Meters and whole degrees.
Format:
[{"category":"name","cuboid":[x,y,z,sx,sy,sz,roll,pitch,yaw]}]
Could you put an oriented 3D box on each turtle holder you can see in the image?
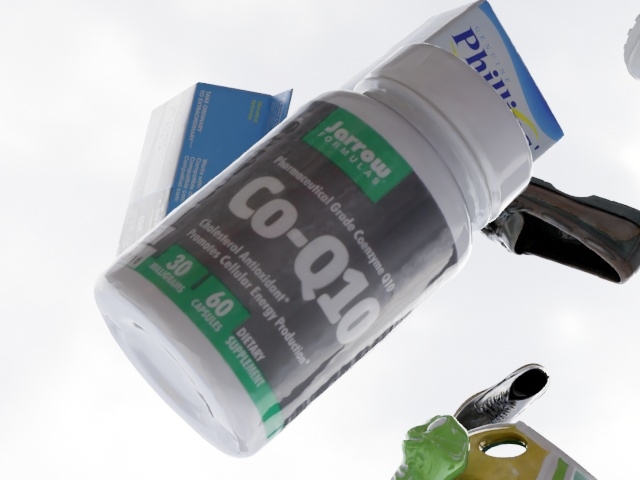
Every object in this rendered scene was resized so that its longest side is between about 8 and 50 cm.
[{"category":"turtle holder","cuboid":[0.182,0.309,1.832,0.320,0.227,0.243,39,178,-13]}]

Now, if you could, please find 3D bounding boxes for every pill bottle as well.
[{"category":"pill bottle","cuboid":[0.000,0.000,1.410,0.361,0.204,0.204,-41,-118,-19]}]

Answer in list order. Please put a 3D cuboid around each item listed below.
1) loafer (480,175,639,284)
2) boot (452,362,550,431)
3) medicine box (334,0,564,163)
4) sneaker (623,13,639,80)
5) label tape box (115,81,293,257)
[{"category":"loafer","cuboid":[0.255,-0.016,1.903,0.267,0.096,0.084,14,-125,29]},{"category":"boot","cuboid":[0.261,0.252,2.449,0.077,0.198,0.137,46,180,7]},{"category":"medicine box","cuboid":[0.193,-0.190,2.567,0.289,0.149,0.263,-39,-76,-27]},{"category":"sneaker","cuboid":[0.416,-0.240,1.708,0.090,0.235,0.095,-4,-127,-50]},{"category":"label tape box","cuboid":[-0.172,-0.092,2.311,0.106,0.240,0.334,17,167,-21]}]
